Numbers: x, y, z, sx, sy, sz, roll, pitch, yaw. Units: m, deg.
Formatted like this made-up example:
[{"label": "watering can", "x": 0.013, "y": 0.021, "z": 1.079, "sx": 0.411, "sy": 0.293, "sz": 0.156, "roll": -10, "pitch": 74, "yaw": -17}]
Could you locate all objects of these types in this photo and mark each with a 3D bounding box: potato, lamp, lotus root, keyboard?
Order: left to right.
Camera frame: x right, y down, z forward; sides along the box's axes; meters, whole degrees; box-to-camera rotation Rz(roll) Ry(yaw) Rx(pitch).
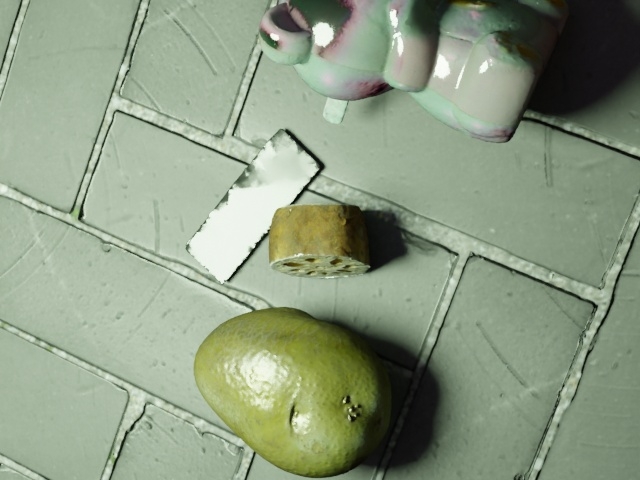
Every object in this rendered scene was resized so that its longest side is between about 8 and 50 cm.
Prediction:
[{"label": "keyboard", "x": -0.084, "y": -0.041, "z": 1.607, "sx": 0.074, "sy": 0.015, "sz": 0.196, "roll": 42, "pitch": 105, "yaw": 11}, {"label": "potato", "x": -0.040, "y": 0.168, "z": 1.522, "sx": 0.251, "sy": 0.159, "sz": 0.174, "roll": 22, "pitch": 75, "yaw": 27}, {"label": "lotus root", "x": -0.001, "y": 0.000, "z": 1.524, "sx": 0.122, "sy": 0.112, "sz": 0.081, "roll": -3, "pitch": 83, "yaw": 21}, {"label": "lamp", "x": 0.096, "y": -0.215, "z": 1.454, "sx": 0.301, "sy": 0.247, "sz": 0.247, "roll": 24, "pitch": 139, "yaw": 7}]
